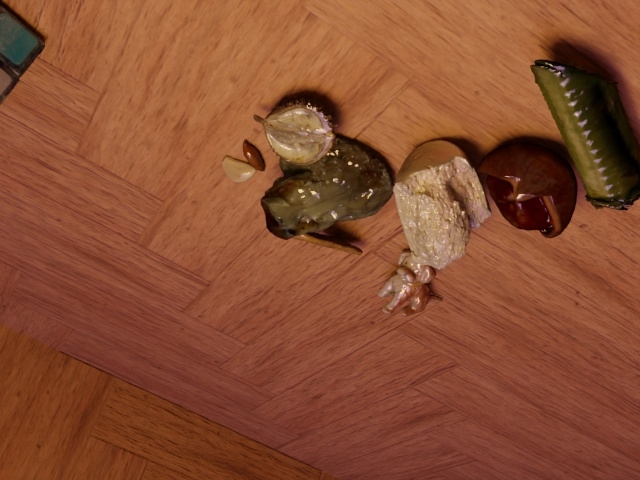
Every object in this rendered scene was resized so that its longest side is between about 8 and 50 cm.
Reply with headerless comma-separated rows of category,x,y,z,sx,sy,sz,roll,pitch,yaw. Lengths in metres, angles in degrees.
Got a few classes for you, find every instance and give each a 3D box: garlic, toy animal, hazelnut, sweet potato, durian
garlic,-0.192,-0.162,1.602,0.083,0.041,0.053,25,138,2
toy animal,0.254,0.096,1.735,0.184,0.104,0.185,-1,130,-22
hazelnut,0.398,-0.102,1.338,0.202,0.160,0.170,23,163,8
sweet potato,-0.149,-0.186,1.557,0.034,0.034,0.095,-8,139,30
durian,-0.046,-0.236,1.407,0.189,0.091,0.148,13,131,11

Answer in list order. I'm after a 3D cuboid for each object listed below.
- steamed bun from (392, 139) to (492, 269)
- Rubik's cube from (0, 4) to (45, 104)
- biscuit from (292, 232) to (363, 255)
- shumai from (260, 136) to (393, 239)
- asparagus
steamed bun,0.247,-0.081,1.390,0.170,0.200,0.225,1,143,29
Rubik's cube,-0.835,-0.336,1.371,0.362,0.363,0.359,-23,126,40
biscuit,0.000,0.000,1.638,0.247,0.029,0.118,15,-174,-44
shumai,0.016,-0.085,1.486,0.272,0.203,0.222,-2,139,19
asparagus,0.486,-0.199,1.225,0.128,0.108,0.382,-33,124,9
